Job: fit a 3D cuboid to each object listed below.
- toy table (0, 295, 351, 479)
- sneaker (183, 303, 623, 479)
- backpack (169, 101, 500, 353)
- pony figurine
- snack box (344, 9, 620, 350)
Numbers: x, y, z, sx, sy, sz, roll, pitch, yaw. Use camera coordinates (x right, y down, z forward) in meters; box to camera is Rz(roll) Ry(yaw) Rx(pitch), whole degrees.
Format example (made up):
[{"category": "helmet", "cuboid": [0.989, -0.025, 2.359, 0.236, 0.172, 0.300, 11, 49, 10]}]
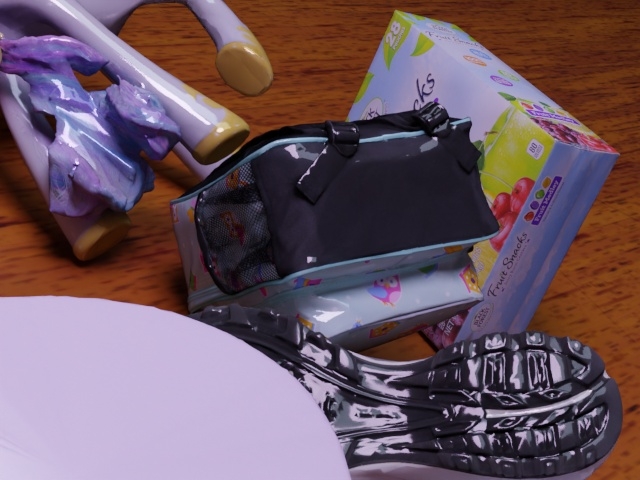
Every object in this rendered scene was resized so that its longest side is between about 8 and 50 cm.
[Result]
[{"category": "toy table", "cuboid": [-0.126, 0.138, 0.431, 0.274, 0.161, 0.252, -11, 55, -36]}, {"category": "sneaker", "cuboid": [0.018, 0.103, 0.778, 0.271, 0.108, 0.100, 5, 63, 3]}, {"category": "backpack", "cuboid": [0.000, 0.000, 0.891, 0.165, 0.144, 0.188, -14, 5, -32]}, {"category": "pony figurine", "cuboid": [-0.210, -0.165, 0.986, 0.363, 0.303, 0.351, 50, 30, 9]}, {"category": "snack box", "cuboid": [0.093, -0.042, 1.048, 0.070, 0.175, 0.207, 8, 26, -36]}]
